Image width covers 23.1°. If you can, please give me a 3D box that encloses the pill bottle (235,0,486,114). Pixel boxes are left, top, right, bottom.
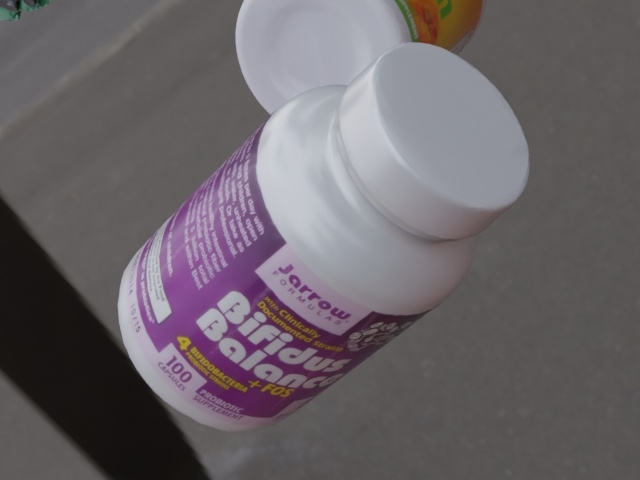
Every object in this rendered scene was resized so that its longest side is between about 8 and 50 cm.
[{"bbox_3d":[0.047,-0.182,1.204,0.136,0.136,0.245,-22,14,34],"label":"pill bottle"}]

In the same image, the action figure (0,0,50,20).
[{"bbox_3d":[-0.345,-0.392,1.919,0.137,0.063,0.232,-6,65,39],"label":"action figure"}]

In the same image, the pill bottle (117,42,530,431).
[{"bbox_3d":[0.000,0.000,1.066,0.301,0.169,0.169,-42,18,43],"label":"pill bottle"}]
